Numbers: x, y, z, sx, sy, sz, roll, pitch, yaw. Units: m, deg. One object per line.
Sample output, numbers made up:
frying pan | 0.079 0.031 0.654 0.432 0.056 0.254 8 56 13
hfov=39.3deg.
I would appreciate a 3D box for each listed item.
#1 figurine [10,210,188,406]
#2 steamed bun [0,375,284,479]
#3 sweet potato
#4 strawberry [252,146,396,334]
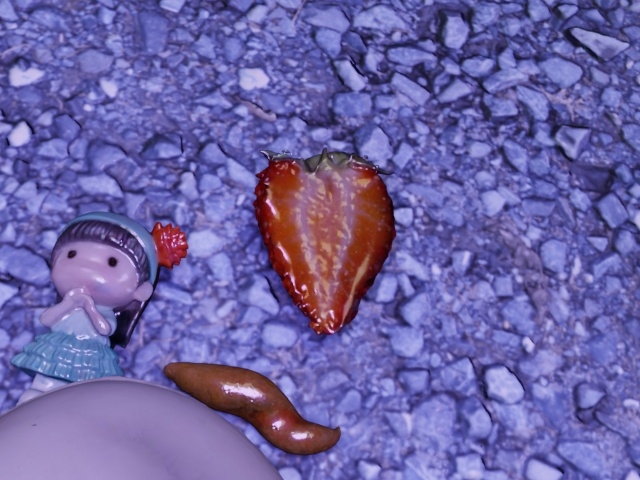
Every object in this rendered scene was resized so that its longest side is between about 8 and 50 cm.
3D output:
figurine | -0.234 0.085 0.940 0.137 0.110 0.246 17 65 -6
steamed bun | -0.159 0.298 0.724 0.333 0.334 0.374 -31 74 -25
sweet potato | -0.073 0.172 0.955 0.202 0.058 0.055 28 39 4
strawberry | 0.015 0.003 1.042 0.174 0.098 0.228 -11 68 -17
